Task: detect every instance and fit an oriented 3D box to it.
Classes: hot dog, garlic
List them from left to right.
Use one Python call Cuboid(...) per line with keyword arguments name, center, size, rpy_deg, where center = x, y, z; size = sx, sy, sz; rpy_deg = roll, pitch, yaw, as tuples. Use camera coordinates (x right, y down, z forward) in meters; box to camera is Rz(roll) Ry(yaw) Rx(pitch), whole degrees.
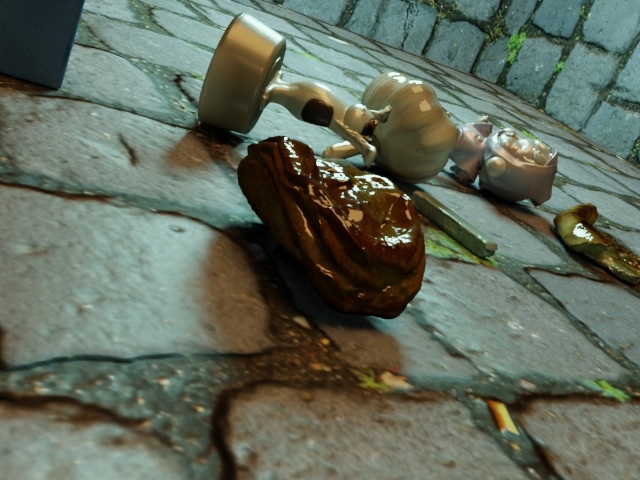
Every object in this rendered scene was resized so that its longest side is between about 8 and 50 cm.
Cuboid(name="hot dog", center=(0.009, -0.036, 0.790), size=(0.175, 0.114, 0.259), rpy_deg=(12, 28, -38))
Cuboid(name="garlic", center=(0.103, -0.162, 1.232), size=(0.226, 0.199, 0.199), rpy_deg=(-28, 47, -22))

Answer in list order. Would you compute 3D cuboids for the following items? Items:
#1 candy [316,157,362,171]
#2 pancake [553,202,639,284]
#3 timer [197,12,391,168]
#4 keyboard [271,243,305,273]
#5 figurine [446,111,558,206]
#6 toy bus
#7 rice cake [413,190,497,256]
Cuboid(name="candy", center=(0.014, -0.088, 1.065), size=(0.062, 0.038, 0.122), rpy_deg=(35, 23, 27))
Cuboid(name="pancake", center=(0.508, -0.005, 1.362), size=(0.212, 0.056, 0.257), rpy_deg=(9, 26, -34))
Cuboid(name="timer", center=(-0.028, -0.207, 1.107), size=(0.266, 0.175, 0.175), rpy_deg=(23, 21, -1))
Cuboid(name="keyboard", center=(-0.001, 0.002, 0.872), size=(0.074, 0.015, 0.196), rpy_deg=(29, 22, 2))
Cuboid(name="figurine", center=(0.332, -0.161, 1.454), size=(0.276, 0.133, 0.200), rpy_deg=(23, 33, 11))
Cuboid(name="toy bus", center=(-0.364, -0.334, 0.981), size=(0.116, 0.234, 0.133), rpy_deg=(15, 25, -22))
Cuboid(name="rice cake", center=(0.200, -0.027, 1.127), size=(0.033, 0.029, 0.171), rpy_deg=(0, 32, -40))
